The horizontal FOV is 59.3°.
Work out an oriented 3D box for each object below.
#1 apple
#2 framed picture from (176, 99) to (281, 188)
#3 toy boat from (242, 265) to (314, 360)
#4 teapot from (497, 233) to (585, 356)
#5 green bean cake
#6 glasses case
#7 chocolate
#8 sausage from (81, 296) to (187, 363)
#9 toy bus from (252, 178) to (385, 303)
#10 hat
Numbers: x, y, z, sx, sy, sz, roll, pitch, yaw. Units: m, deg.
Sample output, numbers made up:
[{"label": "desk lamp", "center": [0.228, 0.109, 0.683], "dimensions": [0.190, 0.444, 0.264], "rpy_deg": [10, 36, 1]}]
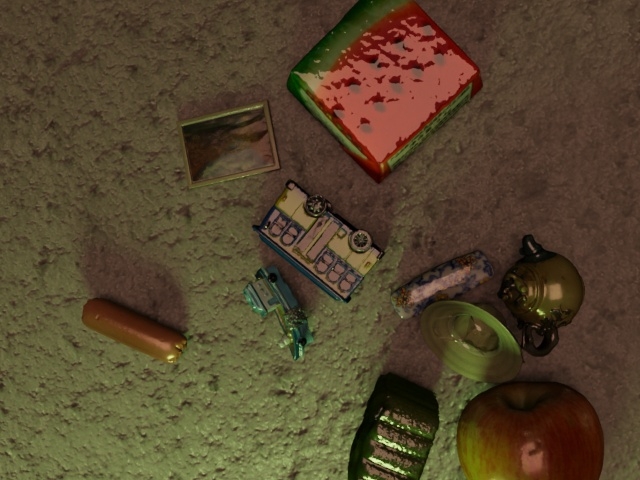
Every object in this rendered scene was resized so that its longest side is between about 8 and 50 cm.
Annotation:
[{"label": "apple", "center": [0.443, 0.454, 1.203], "dimensions": [0.302, 0.301, 0.301], "rpy_deg": [0, 90, 9]}, {"label": "framed picture", "center": [-0.237, -0.244, 1.437], "dimensions": [0.250, 0.016, 0.184], "rpy_deg": [-10, 88, 9]}, {"label": "toy boat", "center": [-0.103, 0.180, 1.365], "dimensions": [0.098, 0.109, 0.238], "rpy_deg": [-29, 86, -22]}, {"label": "teapot", "center": [0.468, 0.122, 1.236], "dimensions": [0.183, 0.173, 0.269], "rpy_deg": [5, 88, -25]}, {"label": "green bean cake", "center": [0.158, 0.446, 1.259], "dimensions": [0.156, 0.247, 0.249], "rpy_deg": [21, 94, 7]}, {"label": "glasses case", "center": [0.286, 0.104, 1.332], "dimensions": [0.248, 0.065, 0.087], "rpy_deg": [-28, 84, 9]}, {"label": "chocolate", "center": [0.148, -0.377, 1.305], "dimensions": [0.360, 0.161, 0.341], "rpy_deg": [-43, 87, 6]}, {"label": "sausage", "center": [-0.479, 0.229, 1.439], "dimensions": [0.289, 0.086, 0.086], "rpy_deg": [22, 93, 6]}, {"label": "toy bus", "center": [0.000, 0.000, 1.340], "dimensions": [0.288, 0.138, 0.175], "rpy_deg": [38, 94, 6]}, {"label": "hat", "center": [0.364, 0.202, 1.289], "dimensions": [0.252, 0.252, 0.110], "rpy_deg": [41, 54, 7]}]
